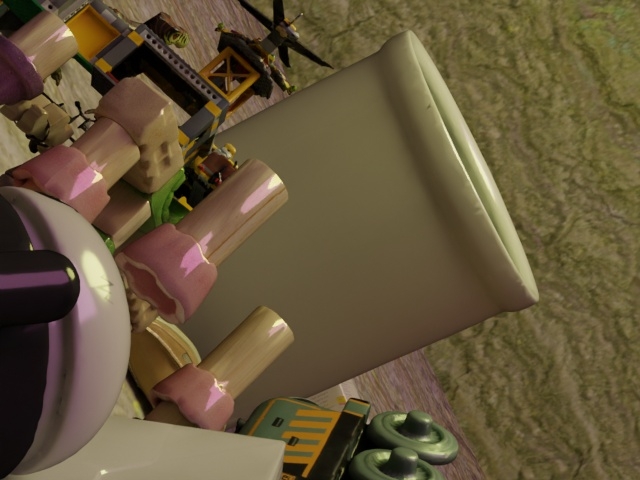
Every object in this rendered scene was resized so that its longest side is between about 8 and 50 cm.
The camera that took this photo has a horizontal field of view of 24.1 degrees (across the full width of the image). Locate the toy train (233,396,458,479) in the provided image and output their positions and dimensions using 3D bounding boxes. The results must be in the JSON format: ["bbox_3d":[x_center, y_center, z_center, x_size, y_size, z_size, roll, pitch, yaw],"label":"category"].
[{"bbox_3d":[-0.007,0.209,1.155,0.334,0.190,0.142,-52,158,-72],"label":"toy train"}]

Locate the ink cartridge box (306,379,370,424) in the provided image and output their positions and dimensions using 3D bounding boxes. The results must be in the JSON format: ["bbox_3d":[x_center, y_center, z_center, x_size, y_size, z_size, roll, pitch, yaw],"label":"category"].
[{"bbox_3d":[0.005,0.225,1.939,0.143,0.092,0.090,68,11,16],"label":"ink cartridge box"}]

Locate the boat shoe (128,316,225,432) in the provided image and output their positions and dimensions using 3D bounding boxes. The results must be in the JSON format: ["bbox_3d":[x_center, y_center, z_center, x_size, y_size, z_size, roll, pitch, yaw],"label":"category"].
[{"bbox_3d":[-0.147,0.149,1.486,0.190,0.068,0.072,57,25,-35],"label":"boat shoe"}]

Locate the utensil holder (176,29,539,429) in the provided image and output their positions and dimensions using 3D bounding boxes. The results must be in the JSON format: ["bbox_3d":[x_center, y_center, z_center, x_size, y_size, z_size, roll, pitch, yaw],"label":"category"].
[{"bbox_3d":[0.000,0.000,1.653,0.327,0.385,0.327,59,12,-21],"label":"utensil holder"}]

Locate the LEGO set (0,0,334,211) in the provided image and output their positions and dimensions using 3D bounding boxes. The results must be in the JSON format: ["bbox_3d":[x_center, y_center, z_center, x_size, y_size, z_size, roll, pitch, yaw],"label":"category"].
[{"bbox_3d":[-0.143,-0.181,1.256,0.331,0.192,0.255,40,-23,14],"label":"LEGO set"}]

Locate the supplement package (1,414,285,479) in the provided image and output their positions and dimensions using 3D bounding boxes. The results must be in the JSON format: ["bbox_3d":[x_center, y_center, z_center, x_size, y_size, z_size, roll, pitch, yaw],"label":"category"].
[{"bbox_3d":[-0.141,0.211,0.877,0.262,0.204,0.145,-62,160,-76],"label":"supplement package"}]

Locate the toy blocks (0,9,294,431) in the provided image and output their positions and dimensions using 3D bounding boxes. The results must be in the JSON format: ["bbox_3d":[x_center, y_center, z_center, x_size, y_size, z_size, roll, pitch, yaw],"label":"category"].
[{"bbox_3d":[-0.213,0.030,1.138,0.309,0.260,0.288,37,-24,20],"label":"toy blocks"}]

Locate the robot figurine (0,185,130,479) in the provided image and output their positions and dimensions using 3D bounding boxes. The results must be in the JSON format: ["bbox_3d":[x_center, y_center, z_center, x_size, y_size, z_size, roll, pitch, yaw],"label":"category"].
[{"bbox_3d":[-0.237,0.050,0.803,0.278,0.173,0.209,-2,27,-38],"label":"robot figurine"}]
